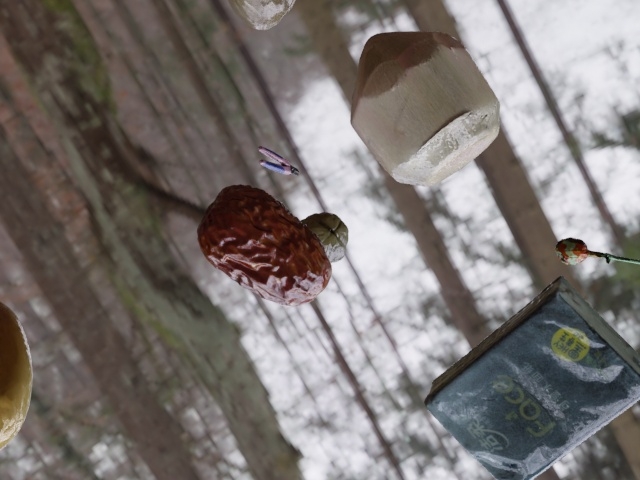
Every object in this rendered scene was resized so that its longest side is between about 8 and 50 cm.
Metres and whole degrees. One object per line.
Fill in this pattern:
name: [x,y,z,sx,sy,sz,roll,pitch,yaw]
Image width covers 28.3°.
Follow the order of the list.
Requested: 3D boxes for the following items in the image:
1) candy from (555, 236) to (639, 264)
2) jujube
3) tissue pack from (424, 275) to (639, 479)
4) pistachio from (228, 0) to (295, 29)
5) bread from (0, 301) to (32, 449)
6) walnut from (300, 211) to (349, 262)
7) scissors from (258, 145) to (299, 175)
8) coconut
candy: [0.478,0.028,2.100,0.184,0.049,0.055,11,-157,2]
jujube: [-0.068,0.009,1.578,0.112,0.176,0.109,-52,-170,5]
tissue pack: [0.293,0.196,1.713,0.257,0.185,0.081,-44,-178,26]
pistachio: [-0.098,-0.401,1.925,0.124,0.185,0.124,-19,-144,14]
bread: [-0.563,0.199,1.761,0.329,0.245,0.424,-50,-155,-20]
walnut: [0.000,0.000,1.843,0.092,0.092,0.092,-27,-160,10]
scissors: [-0.076,-0.142,2.366,0.012,0.113,0.039,-23,-120,32]
coconut: [0.148,-0.209,1.888,0.224,0.234,0.224,-29,165,-8]
